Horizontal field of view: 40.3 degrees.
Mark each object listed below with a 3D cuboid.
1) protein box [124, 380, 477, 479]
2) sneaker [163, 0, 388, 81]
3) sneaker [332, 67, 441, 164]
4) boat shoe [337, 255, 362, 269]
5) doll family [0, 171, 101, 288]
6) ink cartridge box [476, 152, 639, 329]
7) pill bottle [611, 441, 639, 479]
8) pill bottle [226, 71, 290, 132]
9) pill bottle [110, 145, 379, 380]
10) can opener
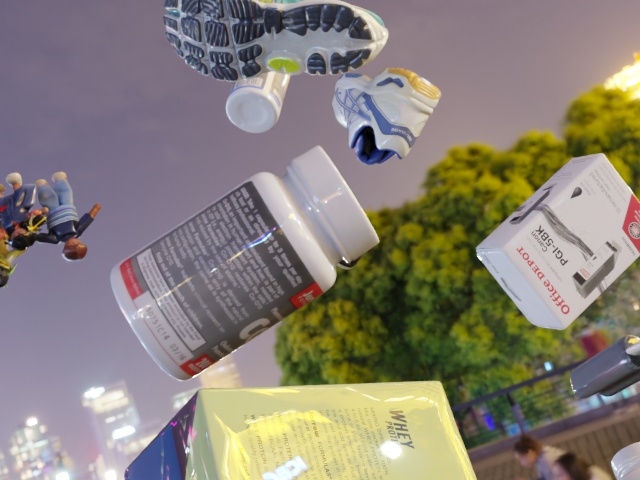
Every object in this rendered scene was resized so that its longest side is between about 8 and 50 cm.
[{"bbox_3d":[0.001,0.214,0.586,0.201,0.200,0.136,4,-36,-34],"label":"protein box"},{"bbox_3d":[-0.055,-0.246,1.037,0.275,0.107,0.110,10,25,15],"label":"sneaker"},{"bbox_3d":[0.072,-0.185,1.357,0.111,0.131,0.296,25,-4,-16],"label":"sneaker"},{"bbox_3d":[0.000,-0.001,1.248,0.133,0.049,0.042,23,-42,-15],"label":"boat shoe"},{"bbox_3d":[-0.336,-0.004,0.953,0.193,0.111,0.076,-31,-35,4],"label":"doll family"},{"bbox_3d":[0.226,0.002,0.798,0.135,0.099,0.056,-42,9,-11],"label":"ink cartridge box"},{"bbox_3d":[0.516,0.430,1.279,0.146,0.264,0.146,-4,-46,-4],"label":"pill bottle"},{"bbox_3d":[-0.087,-0.229,1.281,0.078,0.137,0.078,7,-43,6],"label":"pill bottle"},{"bbox_3d":[-0.084,0.023,1.016,0.283,0.161,0.161,-33,-11,0],"label":"pill bottle"},{"bbox_3d":[0.403,0.158,1.093,0.074,0.093,0.280,0,-20,-13],"label":"can opener"}]
